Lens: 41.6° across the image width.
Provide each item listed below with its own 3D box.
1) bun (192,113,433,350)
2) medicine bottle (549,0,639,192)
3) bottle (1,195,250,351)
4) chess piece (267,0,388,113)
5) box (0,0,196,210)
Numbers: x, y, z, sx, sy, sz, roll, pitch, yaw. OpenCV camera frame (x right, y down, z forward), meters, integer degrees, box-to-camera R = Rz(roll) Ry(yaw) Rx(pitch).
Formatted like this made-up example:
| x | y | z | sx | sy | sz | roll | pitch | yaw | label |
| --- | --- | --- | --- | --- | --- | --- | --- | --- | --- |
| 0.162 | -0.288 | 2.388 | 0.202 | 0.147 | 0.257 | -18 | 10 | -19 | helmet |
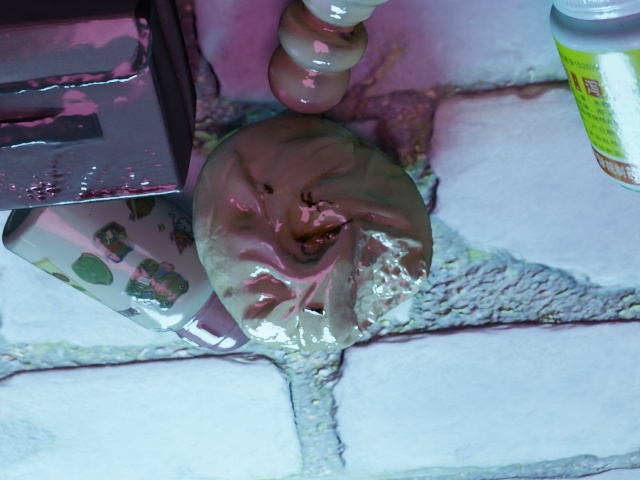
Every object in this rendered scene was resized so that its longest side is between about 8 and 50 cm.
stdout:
| x | y | z | sx | sy | sz | roll | pitch | yaw | label |
| --- | --- | --- | --- | --- | --- | --- | --- | --- | --- |
| 0.000 | 0.000 | 0.754 | 0.237 | 0.116 | 0.210 | 16 | 96 | -19 | bun |
| 0.261 | -0.158 | 0.664 | 0.139 | 0.139 | 0.225 | -22 | 126 | 15 | medicine bottle |
| -0.163 | 0.021 | 0.804 | 0.253 | 0.120 | 0.120 | 37 | 119 | -26 | bottle |
| 0.009 | -0.175 | 0.676 | 0.094 | 0.094 | 0.171 | 11 | 131 | -11 | chess piece |
| -0.230 | -0.125 | 0.648 | 0.252 | 0.188 | 0.153 | -8 | 126 | 1 | box |
